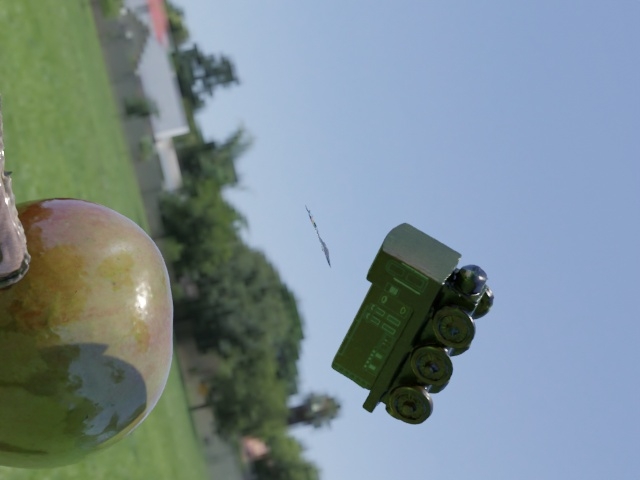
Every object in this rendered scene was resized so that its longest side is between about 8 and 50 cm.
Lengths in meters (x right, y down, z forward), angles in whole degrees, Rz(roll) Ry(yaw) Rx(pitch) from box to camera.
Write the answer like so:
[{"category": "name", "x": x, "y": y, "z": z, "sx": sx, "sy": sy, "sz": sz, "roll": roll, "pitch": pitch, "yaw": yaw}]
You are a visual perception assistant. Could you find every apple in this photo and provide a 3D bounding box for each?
[{"category": "apple", "x": -0.335, "y": 0.109, "z": 1.775, "sx": 0.319, "sy": 0.277, "sz": 0.319, "roll": 10, "pitch": -78, "yaw": 55}]

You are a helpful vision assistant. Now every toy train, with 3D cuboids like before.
[{"category": "toy train", "x": 0.097, "y": 0.099, "z": 1.679, "sx": 0.090, "sy": 0.137, "sz": 0.225, "roll": -49, "pitch": 167, "yaw": -55}]

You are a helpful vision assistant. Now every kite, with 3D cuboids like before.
[{"category": "kite", "x": 0.000, "y": 0.000, "z": 1.983, "sx": 0.122, "sy": 0.004, "sz": 0.090, "roll": 61, "pitch": 8, "yaw": -64}]

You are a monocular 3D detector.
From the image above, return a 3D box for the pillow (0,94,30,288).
[{"category": "pillow", "x": -0.338, "y": -0.056, "z": 1.359, "sx": 0.034, "sy": 0.135, "sz": 0.211, "roll": -158, "pitch": -120, "yaw": -85}]
